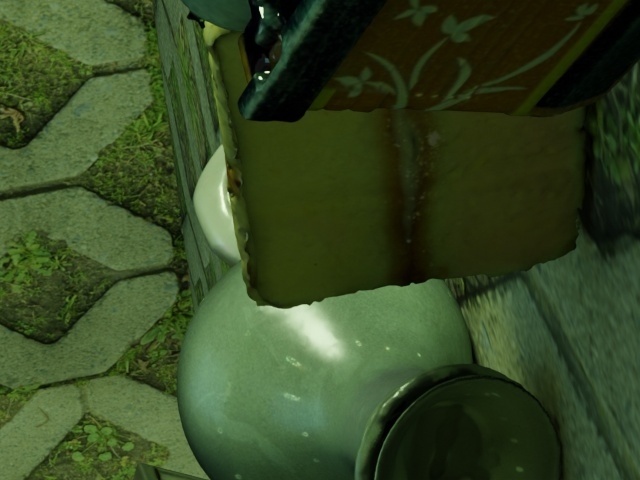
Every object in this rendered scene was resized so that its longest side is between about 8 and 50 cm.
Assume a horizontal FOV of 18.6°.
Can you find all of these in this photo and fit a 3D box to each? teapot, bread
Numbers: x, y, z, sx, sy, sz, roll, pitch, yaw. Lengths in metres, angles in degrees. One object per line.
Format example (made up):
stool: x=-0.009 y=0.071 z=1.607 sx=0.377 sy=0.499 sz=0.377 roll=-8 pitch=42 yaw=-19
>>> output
teapot: x=0.031 y=0.094 z=1.094 sx=0.251 sy=0.183 sz=0.183 roll=-155 pitch=54 yaw=-66
bread: x=0.014 y=-0.113 z=0.908 sx=0.264 sy=0.163 sz=0.168 roll=-109 pitch=10 yaw=-49

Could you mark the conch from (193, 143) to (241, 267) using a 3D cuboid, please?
conch: x=0.008 y=-0.009 z=1.370 sx=0.158 sy=0.127 sz=0.255 roll=46 pitch=-175 yaw=17

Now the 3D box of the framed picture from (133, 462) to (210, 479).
framed picture: x=0.007 y=0.189 z=1.174 sx=0.315 sy=0.232 sz=0.024 roll=-178 pitch=103 yaw=-82

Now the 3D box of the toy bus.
toy bus: x=0.029 y=-0.186 z=0.652 sx=0.138 sy=0.167 sz=0.275 roll=-52 pitch=46 yaw=51
